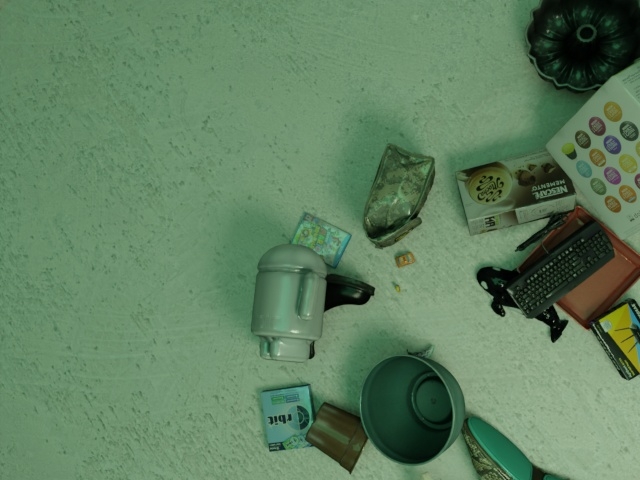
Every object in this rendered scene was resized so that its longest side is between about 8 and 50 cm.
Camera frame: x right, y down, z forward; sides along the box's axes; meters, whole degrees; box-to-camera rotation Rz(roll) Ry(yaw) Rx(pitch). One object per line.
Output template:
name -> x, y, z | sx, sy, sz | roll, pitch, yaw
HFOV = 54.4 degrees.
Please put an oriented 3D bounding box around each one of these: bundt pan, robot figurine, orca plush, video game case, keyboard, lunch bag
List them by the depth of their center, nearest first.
keyboard -> 0.639, 0.050, 1.707 | 0.317, 0.033, 0.201 | -37, 88, -3
robot figurine -> -0.086, 0.161, 1.749 | 0.200, 0.300, 0.353 | 12, 76, -30
orca plush -> 0.569, 0.174, 1.766 | 0.151, 0.102, 0.287 | -40, 78, 7
bundt pan -> 0.751, -0.570, 1.778 | 0.331, 0.124, 0.330 | -1, 86, 14
lunch bag -> 0.223, -0.109, 1.807 | 0.169, 0.235, 0.286 | 21, 90, 12
video game case -> 0.000, 0.000, 1.966 | 0.166, 0.015, 0.119 | 27, 91, 14

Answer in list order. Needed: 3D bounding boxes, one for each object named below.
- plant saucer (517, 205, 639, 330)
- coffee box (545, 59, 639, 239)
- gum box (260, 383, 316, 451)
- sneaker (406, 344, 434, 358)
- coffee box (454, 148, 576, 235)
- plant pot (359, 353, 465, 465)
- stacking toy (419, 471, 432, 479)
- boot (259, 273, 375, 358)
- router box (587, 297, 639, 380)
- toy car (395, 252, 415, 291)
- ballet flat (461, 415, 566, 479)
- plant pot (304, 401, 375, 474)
plant saucer -> 0.735, 0.078, 1.754 | 0.258, 0.048, 0.259 | 43, 91, 13
coffee box -> 0.854, -0.264, 1.559 | 0.338, 0.337, 0.334 | -30, 77, -18
gum box -> -0.094, 0.549, 1.926 | 0.157, 0.041, 0.184 | -10, 84, 12
sneaker -> 0.289, 0.339, 1.853 | 0.069, 0.038, 0.098 | 35, 93, 13
coffee box -> 0.551, -0.139, 1.770 | 0.297, 0.119, 0.168 | -13, 64, 13
plant pot -> 0.283, 0.458, 1.738 | 0.293, 0.196, 0.292 | -4, 84, 38
stacking toy -> 0.373, 0.792, 1.723 | 0.279, 0.130, 0.308 | 49, 139, 37
boot -> -0.010, 0.236, 1.884 | 0.348, 0.131, 0.260 | 2, 79, 24
router box -> 0.829, 0.266, 1.675 | 0.133, 0.046, 0.178 | -32, 87, 2
toy car -> 0.255, 0.096, 1.882 | 0.060, 0.040, 0.121 | -2, 84, 13
ballet flat -> 0.569, 0.686, 1.708 | 0.483, 0.164, 0.182 | 30, 113, 13
plant pot -> 0.054, 0.567, 1.820 | 0.165, 0.167, 0.166 | 26, 91, 11
